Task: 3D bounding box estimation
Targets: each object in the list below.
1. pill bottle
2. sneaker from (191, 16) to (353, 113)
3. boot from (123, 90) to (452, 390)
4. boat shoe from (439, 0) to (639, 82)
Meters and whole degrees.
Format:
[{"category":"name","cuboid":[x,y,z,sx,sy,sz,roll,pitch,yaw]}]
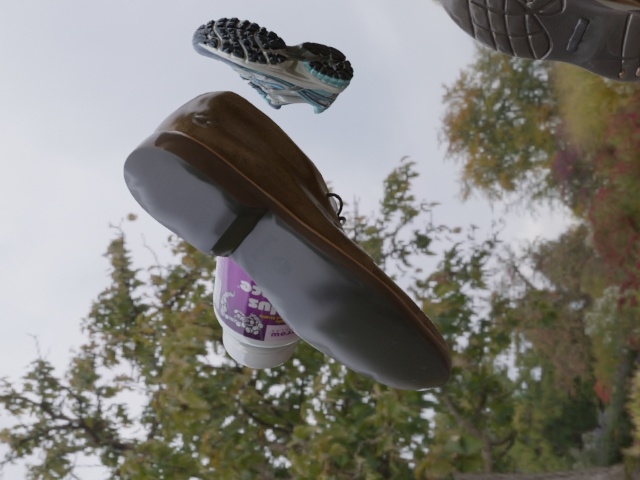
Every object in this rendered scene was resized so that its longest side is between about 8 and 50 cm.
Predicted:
[{"category":"pill bottle","cuboid":[-0.076,0.056,1.136,0.169,0.169,0.302,-58,-15,-46]},{"category":"sneaker","cuboid":[-0.090,-0.285,1.283,0.282,0.122,0.110,14,-135,-20]},{"category":"boot","cuboid":[0.000,0.000,0.592,0.305,0.112,0.115,42,-134,-13]},{"category":"boat shoe","cuboid":[0.310,-0.313,1.010,0.116,0.324,0.123,-68,1,-48]}]
